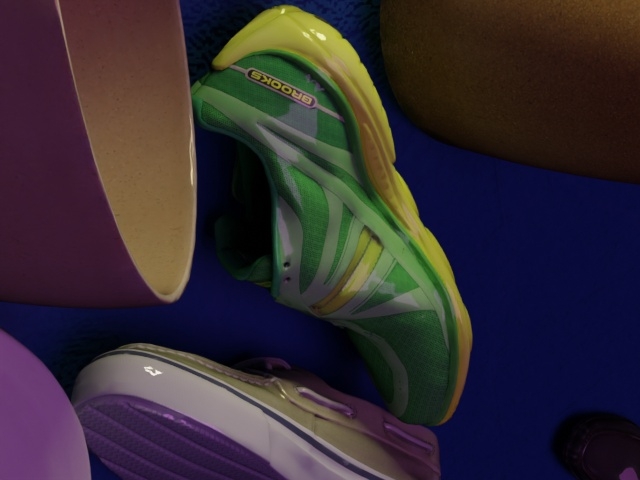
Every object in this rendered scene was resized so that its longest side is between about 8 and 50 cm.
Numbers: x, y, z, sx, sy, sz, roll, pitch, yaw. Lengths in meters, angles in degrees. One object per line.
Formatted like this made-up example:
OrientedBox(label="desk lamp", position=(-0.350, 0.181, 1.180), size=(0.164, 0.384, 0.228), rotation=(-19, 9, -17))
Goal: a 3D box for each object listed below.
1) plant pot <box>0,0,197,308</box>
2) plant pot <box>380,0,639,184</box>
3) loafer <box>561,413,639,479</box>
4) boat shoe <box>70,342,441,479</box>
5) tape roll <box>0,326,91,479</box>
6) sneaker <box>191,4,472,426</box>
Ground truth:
OrientedBox(label="plant pot", position=(-0.176, -0.098, 0.702), size=(0.191, 0.284, 0.284), rotation=(-9, 119, 5))
OrientedBox(label="plant pot", position=(0.208, -0.128, 0.950), size=(0.237, 0.254, 0.237), rotation=(-22, 125, -36))
OrientedBox(label="loafer", position=(0.255, 0.182, 1.252), size=(0.170, 0.061, 0.062), rotation=(24, 94, -40))
OrientedBox(label="boat shoe", position=(-0.033, 0.124, 0.999), size=(0.302, 0.109, 0.094), rotation=(33, 49, -40))
OrientedBox(label="tape roll", position=(-0.264, 0.145, 0.814), size=(0.286, 0.100, 0.286), rotation=(-15, 117, -32))
OrientedBox(label="sneaker", position=(0.000, 0.000, 0.968), size=(0.123, 0.109, 0.295), rotation=(-32, 119, -11))
